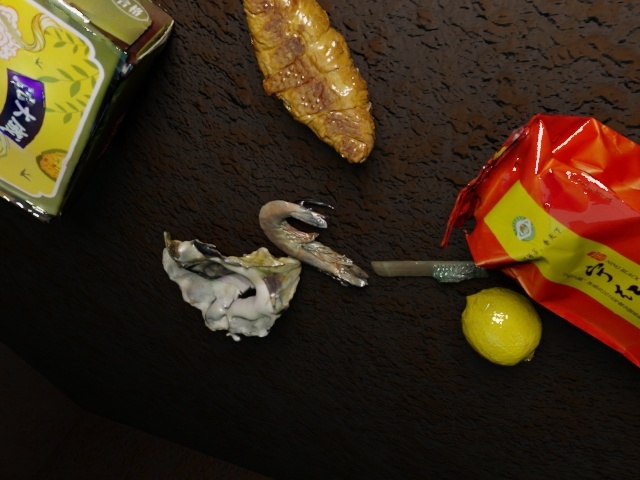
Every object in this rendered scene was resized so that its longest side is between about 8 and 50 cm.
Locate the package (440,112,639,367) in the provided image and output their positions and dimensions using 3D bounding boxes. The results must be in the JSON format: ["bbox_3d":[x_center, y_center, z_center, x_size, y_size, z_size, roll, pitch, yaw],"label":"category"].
[{"bbox_3d":[0.349,0.025,0.560,0.423,0.123,0.196,30,141,0],"label":"package"}]

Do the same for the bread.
[{"bbox_3d":[-0.009,-0.193,0.583,0.105,0.076,0.233,-22,114,33],"label":"bread"}]

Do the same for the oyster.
[{"bbox_3d":[-0.182,0.075,0.993,0.351,0.115,0.238,-12,119,36],"label":"oyster"}]

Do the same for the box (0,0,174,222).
[{"bbox_3d":[-0.462,-0.265,0.666,0.420,0.138,0.373,34,132,-18],"label":"box"}]

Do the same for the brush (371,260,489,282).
[{"bbox_3d":[0.163,0.051,0.795,0.190,0.027,0.034,-1,132,36],"label":"brush"}]

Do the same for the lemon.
[{"bbox_3d":[0.268,0.127,0.748,0.133,0.109,0.109,44,142,-4],"label":"lemon"}]

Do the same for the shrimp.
[{"bbox_3d":[0.000,0.000,0.832,0.219,0.046,0.152,33,146,-4],"label":"shrimp"}]
